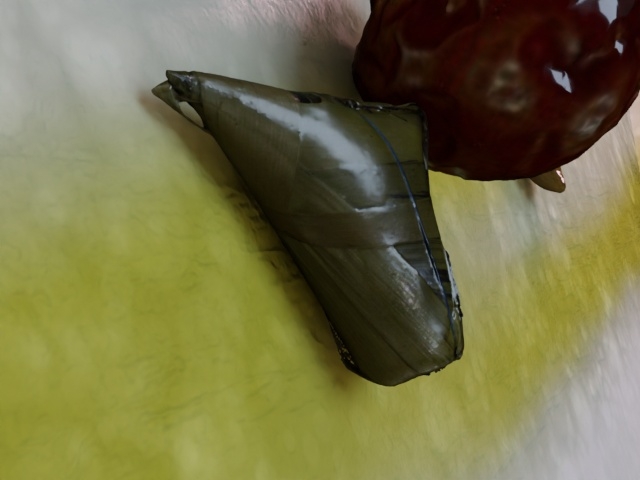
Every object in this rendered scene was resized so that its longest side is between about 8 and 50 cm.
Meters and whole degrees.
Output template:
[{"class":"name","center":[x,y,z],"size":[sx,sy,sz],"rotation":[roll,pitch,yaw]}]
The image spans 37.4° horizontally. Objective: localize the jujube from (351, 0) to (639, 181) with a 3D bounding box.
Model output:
[{"class":"jujube","center":[0.167,-0.206,0.980],"size":[0.277,0.276,0.377],"rotation":[62,3,-21]}]

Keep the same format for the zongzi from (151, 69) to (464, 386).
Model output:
[{"class":"zongzi","center":[0.000,0.000,0.777],"size":[0.289,0.123,0.260],"rotation":[-1,77,-53]}]

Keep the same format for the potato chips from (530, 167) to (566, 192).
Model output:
[{"class":"potato chips","center":[0.367,-0.174,1.653],"size":[0.208,0.061,0.195],"rotation":[48,30,-38]}]
